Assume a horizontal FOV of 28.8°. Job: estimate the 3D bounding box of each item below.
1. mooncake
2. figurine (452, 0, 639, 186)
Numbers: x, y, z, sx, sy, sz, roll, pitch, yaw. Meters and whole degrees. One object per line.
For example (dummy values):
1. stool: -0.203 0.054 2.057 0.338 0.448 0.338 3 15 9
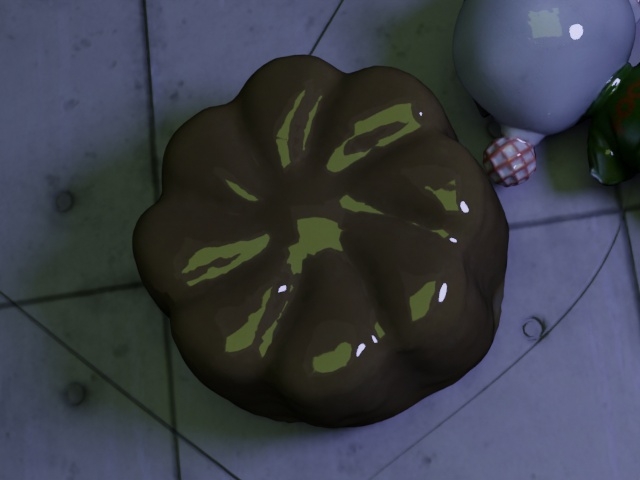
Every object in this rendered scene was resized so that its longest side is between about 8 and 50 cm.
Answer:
1. mooncake: 0.000 0.000 1.253 0.378 0.201 0.378 -3 74 10
2. figurine: 0.281 -0.158 1.259 0.370 0.167 0.281 40 90 9
